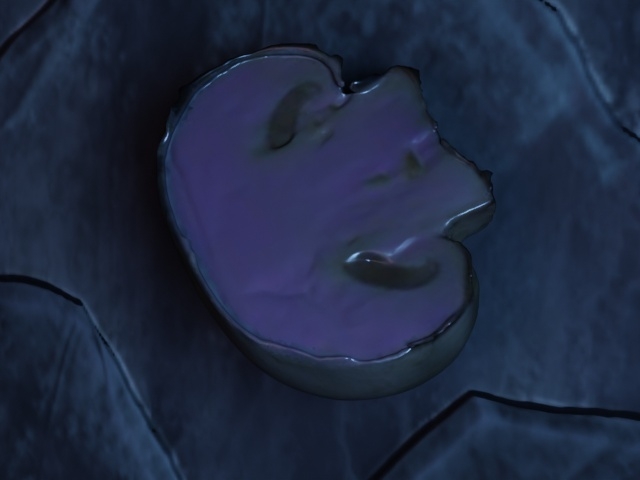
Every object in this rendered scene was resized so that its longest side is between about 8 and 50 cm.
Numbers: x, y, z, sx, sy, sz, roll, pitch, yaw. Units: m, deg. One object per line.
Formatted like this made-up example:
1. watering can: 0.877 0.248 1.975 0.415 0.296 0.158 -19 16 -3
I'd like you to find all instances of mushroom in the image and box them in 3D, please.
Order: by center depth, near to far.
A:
1. mushroom: 0.000 0.000 0.917 0.188 0.141 0.117 58 161 24
